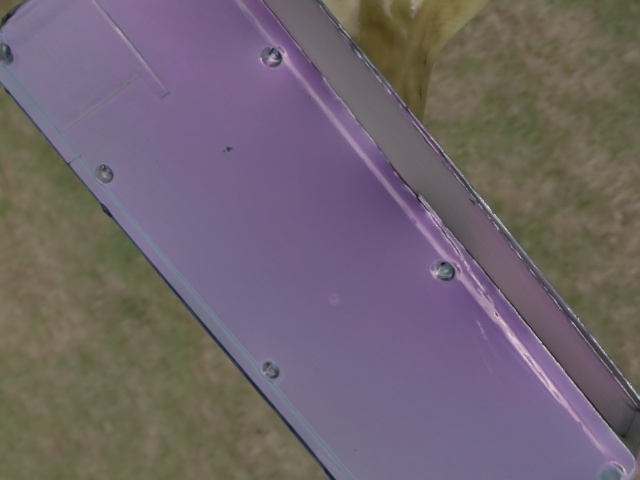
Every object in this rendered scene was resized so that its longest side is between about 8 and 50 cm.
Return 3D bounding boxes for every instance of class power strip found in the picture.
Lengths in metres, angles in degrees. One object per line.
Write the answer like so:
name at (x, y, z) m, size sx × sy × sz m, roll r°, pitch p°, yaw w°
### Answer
power strip at (0.000, 0.000, 0.650) m, size 0.109 × 0.037 × 0.279 m, roll -31°, pitch 105°, yaw 34°

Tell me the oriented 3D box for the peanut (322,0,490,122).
peanut at (0.020, -0.127, 0.958) m, size 0.130 × 0.130 × 0.290 m, roll 27°, pitch 96°, yaw 36°
